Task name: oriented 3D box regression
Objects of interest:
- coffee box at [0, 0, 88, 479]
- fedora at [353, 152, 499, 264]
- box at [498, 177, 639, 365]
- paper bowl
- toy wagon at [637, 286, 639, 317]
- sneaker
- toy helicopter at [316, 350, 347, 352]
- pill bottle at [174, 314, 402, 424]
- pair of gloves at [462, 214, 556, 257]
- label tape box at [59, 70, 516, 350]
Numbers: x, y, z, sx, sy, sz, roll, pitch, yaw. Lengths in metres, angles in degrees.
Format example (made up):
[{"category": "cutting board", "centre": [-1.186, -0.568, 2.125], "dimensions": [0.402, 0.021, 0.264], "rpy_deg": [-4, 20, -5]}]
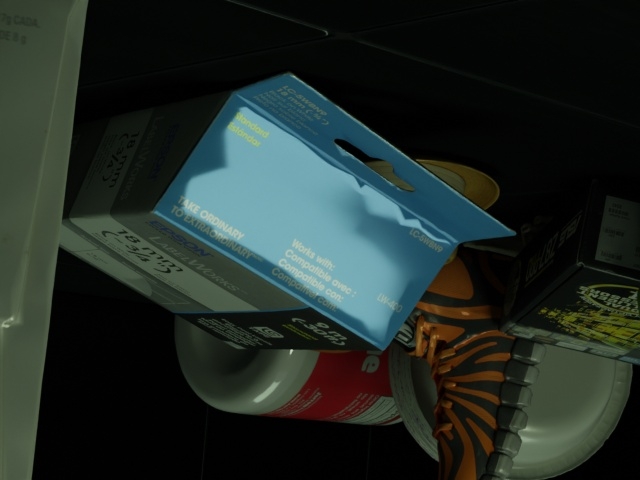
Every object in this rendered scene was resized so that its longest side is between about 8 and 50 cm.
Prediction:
[{"category": "coffee box", "centre": [-0.361, 0.013, 0.942], "dimensions": [0.337, 0.338, 0.334], "rpy_deg": [8, 173, -23]}, {"category": "fedora", "centre": [0.068, -0.016, 1.383], "dimensions": [0.194, 0.079, 0.194], "rpy_deg": [-1, 163, 0]}, {"category": "box", "centre": [0.401, 0.064, 1.517], "dimensions": [0.394, 0.097, 0.318], "rpy_deg": [13, 167, -4]}, {"category": "paper bowl", "centre": [0.234, 0.144, 1.839], "dimensions": [0.284, 0.284, 0.148], "rpy_deg": [7, 171, -15]}, {"category": "toy wagon", "centre": [0.406, 0.050, 1.299], "dimensions": [0.267, 0.068, 0.344], "rpy_deg": [-12, 126, 18]}, {"category": "sneaker", "centre": [0.134, 0.154, 1.679], "dimensions": [0.180, 0.321, 0.124], "rpy_deg": [22, 156, -4]}, {"category": "toy helicopter", "centre": [0.000, 0.000, 1.628], "dimensions": [0.235, 0.140, 0.355], "rpy_deg": [18, 158, -24]}, {"category": "pill bottle", "centre": [0.025, 0.125, 2.049], "dimensions": [0.229, 0.229, 0.407], "rpy_deg": [-2, 171, 43]}, {"category": "pair of gloves", "centre": [0.289, 0.010, 1.702], "dimensions": [0.204, 0.042, 0.240], "rpy_deg": [8, 172, -21]}, {"category": "label tape box", "centre": [-0.051, -0.008, 1.230], "dimensions": [0.240, 0.106, 0.333], "rpy_deg": [32, 160, -29]}]
